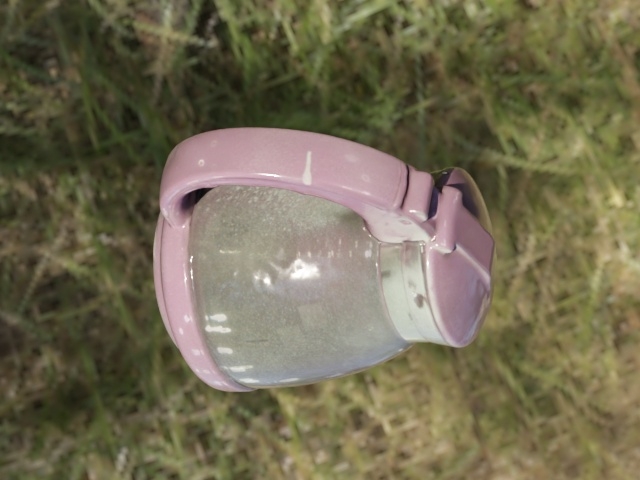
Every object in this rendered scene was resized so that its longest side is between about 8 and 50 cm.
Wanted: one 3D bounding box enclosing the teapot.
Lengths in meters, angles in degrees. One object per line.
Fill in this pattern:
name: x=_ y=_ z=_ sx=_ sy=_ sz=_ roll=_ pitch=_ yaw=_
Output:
teapot: x=0.004 y=-0.004 z=0.698 sx=0.146 sy=0.148 sz=0.116 roll=-3 pitch=-149 yaw=24
